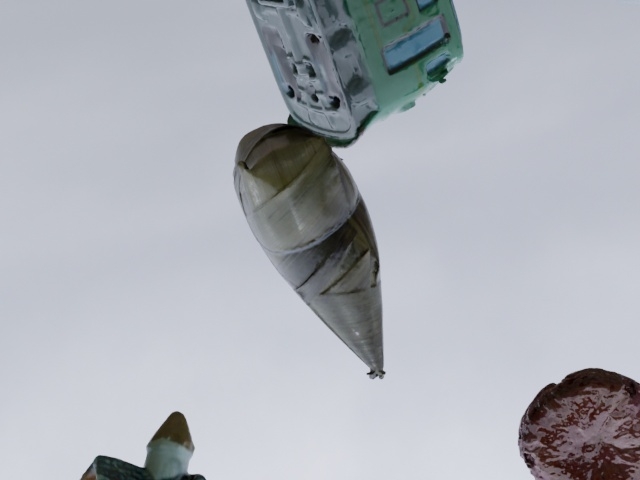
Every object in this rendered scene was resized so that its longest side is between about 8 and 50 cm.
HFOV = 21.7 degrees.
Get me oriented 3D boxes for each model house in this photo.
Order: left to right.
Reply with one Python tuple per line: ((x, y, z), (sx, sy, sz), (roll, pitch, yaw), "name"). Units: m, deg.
((-0.219, 0.352, 2.052), (0.253, 0.291, 0.184), (24, 165, -24), "model house")

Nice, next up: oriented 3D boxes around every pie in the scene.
((0.266, 0.196, 1.621), (0.153, 0.153, 0.038), (-6, -162, 5), "pie")

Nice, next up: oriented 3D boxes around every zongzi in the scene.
((0.000, 0.000, 1.633), (0.112, 0.242, 0.221), (-26, -166, 0), "zongzi")

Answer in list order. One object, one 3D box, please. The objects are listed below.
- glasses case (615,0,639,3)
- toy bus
((0.403, -0.324, 2.056), (0.178, 0.045, 0.067), (-7, 149, -51), "glasses case")
((0.020, -0.292, 1.770), (0.199, 0.343, 0.183), (-29, -156, -21), "toy bus")
